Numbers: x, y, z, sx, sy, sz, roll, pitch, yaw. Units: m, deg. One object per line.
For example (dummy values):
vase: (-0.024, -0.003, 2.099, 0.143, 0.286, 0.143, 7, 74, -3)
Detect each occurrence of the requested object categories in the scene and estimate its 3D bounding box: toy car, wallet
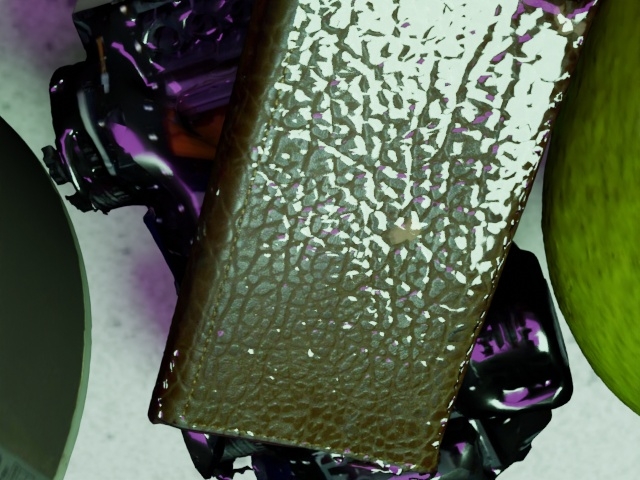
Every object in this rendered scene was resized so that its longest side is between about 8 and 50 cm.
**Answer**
toy car: (0.000, 0.000, 0.871, 0.193, 0.118, 0.301, -17, 117, 9)
wallet: (0.016, -0.013, 0.779, 0.133, 0.039, 0.243, 10, 120, -10)

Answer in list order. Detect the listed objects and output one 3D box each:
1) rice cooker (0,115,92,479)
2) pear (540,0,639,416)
rice cooker: (-0.274, 0.020, 0.697, 0.335, 0.335, 0.325, -21, 153, 7)
pear: (0.234, -0.041, 0.811, 0.342, 0.238, 0.318, 12, 130, -33)
